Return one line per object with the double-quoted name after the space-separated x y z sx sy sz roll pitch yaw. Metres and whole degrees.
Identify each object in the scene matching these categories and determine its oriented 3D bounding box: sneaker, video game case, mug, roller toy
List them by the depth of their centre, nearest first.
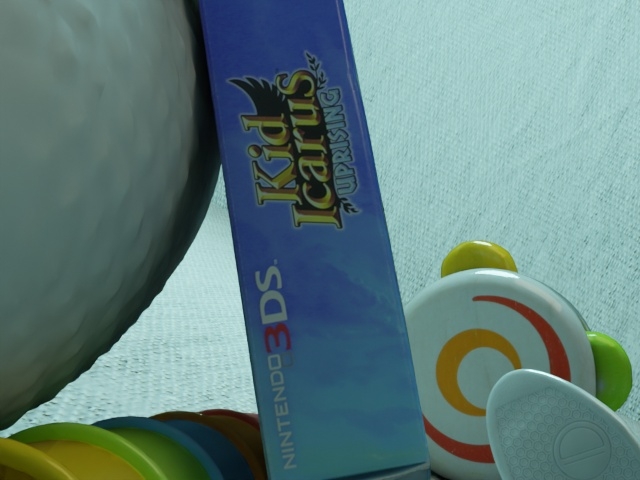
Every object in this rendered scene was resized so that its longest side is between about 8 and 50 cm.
-0.216 -0.083 0.420 0.374 0.276 0.328 49 5 -5 "mug"
0.000 0.000 0.541 0.061 0.269 0.244 -10 -21 2 "video game case"
0.247 0.219 0.883 0.296 0.104 0.147 45 8 23 "sneaker"
0.157 0.122 1.058 0.209 0.191 0.146 41 7 15 "roller toy"

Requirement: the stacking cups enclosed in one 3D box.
-0.061 0.115 0.471 0.096 0.096 0.316 27 2 15 "stacking cups"
